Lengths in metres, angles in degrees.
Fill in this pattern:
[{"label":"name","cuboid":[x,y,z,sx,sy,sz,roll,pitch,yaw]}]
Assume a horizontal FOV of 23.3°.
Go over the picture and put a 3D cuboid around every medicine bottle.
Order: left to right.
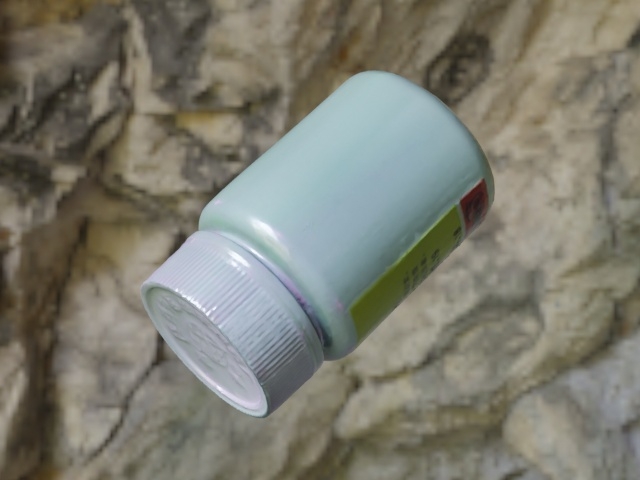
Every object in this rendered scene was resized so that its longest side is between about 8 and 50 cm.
[{"label":"medicine bottle","cuboid":[0.000,0.000,1.046,0.139,0.225,0.139,38,-23,20]}]
